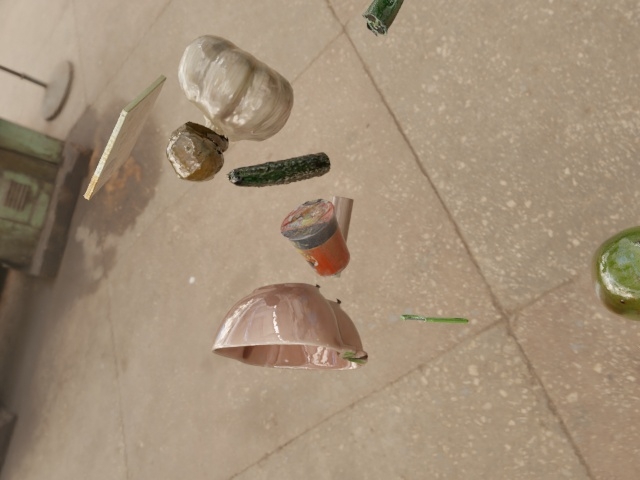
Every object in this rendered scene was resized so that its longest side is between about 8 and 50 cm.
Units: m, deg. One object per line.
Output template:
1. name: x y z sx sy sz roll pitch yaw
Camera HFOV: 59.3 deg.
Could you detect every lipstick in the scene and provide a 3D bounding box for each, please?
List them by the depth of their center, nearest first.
1. lipstick: 0.052 -0.012 1.803 0.070 0.070 0.255 12 93 44

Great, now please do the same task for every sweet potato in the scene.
1. sweet potato: -0.173 -0.129 0.789 0.062 0.081 0.233 -61 14 13

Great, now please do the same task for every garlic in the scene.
1. garlic: -0.169 -0.230 0.995 0.218 0.218 0.212 37 97 43

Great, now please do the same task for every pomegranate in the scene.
1. pomegranate: 0.556 0.083 0.943 0.181 0.181 0.224 -23 45 36

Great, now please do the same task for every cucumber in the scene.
1. cucumber: -0.101 -0.165 1.368 0.067 0.293 0.068 22 120 45

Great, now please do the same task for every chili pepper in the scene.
1. chili pepper: 0.191 -0.611 1.368 0.059 0.088 0.227 32 86 28

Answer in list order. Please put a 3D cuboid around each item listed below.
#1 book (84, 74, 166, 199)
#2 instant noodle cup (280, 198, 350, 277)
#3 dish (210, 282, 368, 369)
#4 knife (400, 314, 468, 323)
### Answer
1. book: -0.477 -0.251 1.371 0.295 0.020 0.208 -48 15 37
2. instant noodle cup: -0.001 0.002 1.200 0.127 0.136 0.127 -19 36 15
3. dish: -0.032 0.115 0.756 0.213 0.213 0.091 -15 62 39
4. knife: 0.318 0.220 1.576 0.054 0.212 0.015 -168 83 -72
